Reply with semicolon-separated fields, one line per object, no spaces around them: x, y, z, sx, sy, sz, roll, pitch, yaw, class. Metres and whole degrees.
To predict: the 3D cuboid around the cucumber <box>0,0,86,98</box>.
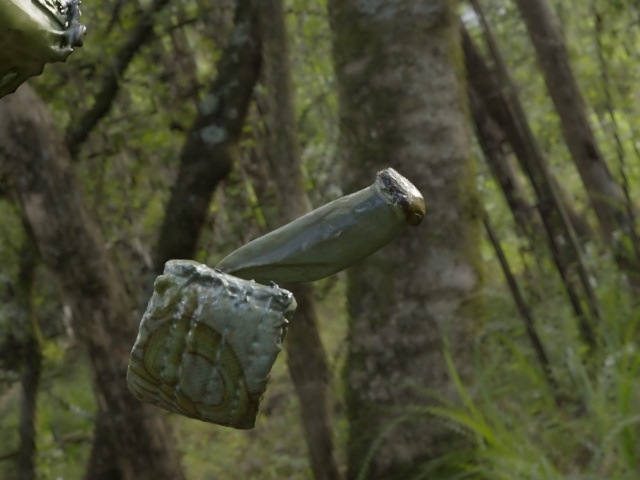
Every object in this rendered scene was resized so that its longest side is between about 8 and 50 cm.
-0.332;-0.223;1.006;0.145;0.105;0.325;-34;-45;14;cucumber

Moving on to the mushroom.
0.002;0.003;2.073;0.333;0.107;0.087;-28;-28;3;mushroom

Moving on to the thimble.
-0.112;0.104;1.424;0.144;0.137;0.190;20;-47;0;thimble
